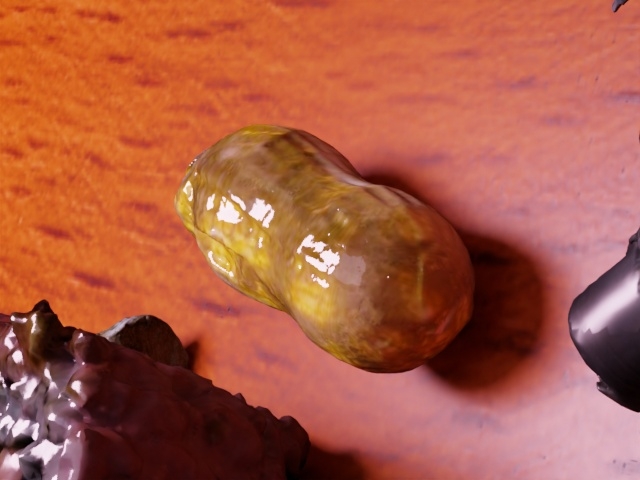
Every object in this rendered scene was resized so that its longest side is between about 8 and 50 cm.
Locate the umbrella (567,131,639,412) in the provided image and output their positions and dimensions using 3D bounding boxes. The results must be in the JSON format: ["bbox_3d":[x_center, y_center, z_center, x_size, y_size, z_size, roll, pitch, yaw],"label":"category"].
[{"bbox_3d":[0.191,-0.062,0.667,0.337,0.128,0.154,-33,58,46],"label":"umbrella"}]

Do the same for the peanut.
[{"bbox_3d":[0.000,0.000,0.941,0.207,0.087,0.087,32,99,53],"label":"peanut"}]

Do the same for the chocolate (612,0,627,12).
[{"bbox_3d":[0.077,-0.209,0.840,0.221,0.147,0.221,-174,90,-87],"label":"chocolate"}]

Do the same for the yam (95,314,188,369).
[{"bbox_3d":[-0.130,0.084,1.106,0.132,0.054,0.054,-28,51,45],"label":"yam"}]

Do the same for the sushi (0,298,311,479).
[{"bbox_3d":[-0.123,0.162,0.953,0.270,0.171,0.236,-4,70,56],"label":"sushi"}]
